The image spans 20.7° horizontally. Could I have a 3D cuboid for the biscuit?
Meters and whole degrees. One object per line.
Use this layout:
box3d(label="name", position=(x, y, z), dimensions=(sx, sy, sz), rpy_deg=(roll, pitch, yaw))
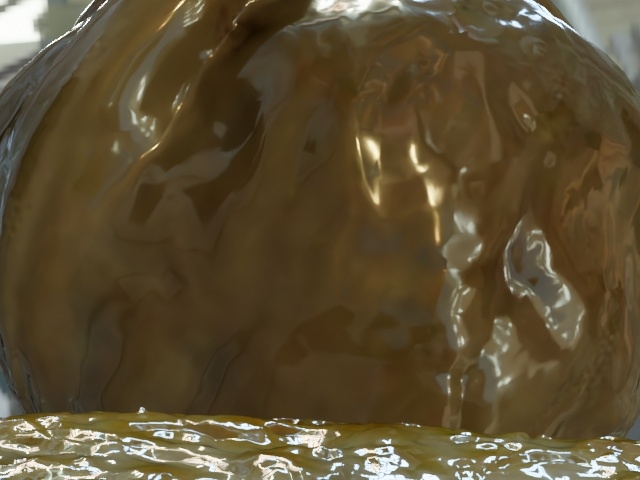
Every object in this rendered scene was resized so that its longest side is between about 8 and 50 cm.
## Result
box3d(label="biscuit", position=(-0.002, 0.066, 0.414), dimensions=(0.118, 0.247, 0.029), rpy_deg=(-104, -162, -81))

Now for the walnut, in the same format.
box3d(label="walnut", position=(0.000, 0.000, 0.702), dimensions=(0.296, 0.285, 0.285), rpy_deg=(-138, -138, -55))
